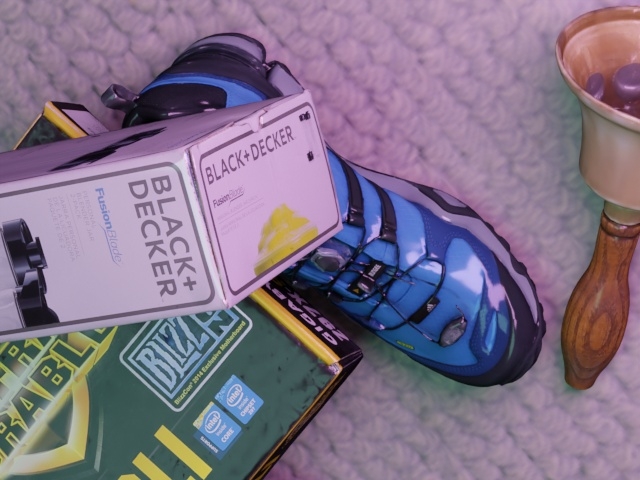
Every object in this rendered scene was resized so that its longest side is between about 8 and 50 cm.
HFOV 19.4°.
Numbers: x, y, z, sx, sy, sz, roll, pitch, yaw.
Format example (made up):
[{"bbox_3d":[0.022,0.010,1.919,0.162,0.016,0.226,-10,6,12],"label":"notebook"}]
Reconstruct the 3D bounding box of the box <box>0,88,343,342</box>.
[{"bbox_3d":[-0.153,-0.005,1.060,0.290,0.169,0.087,-10,101,24],"label":"box"}]

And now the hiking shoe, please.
[{"bbox_3d":[0.000,0.000,1.169,0.304,0.132,0.113,38,121,7],"label":"hiking shoe"}]

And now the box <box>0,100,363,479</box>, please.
[{"bbox_3d":[-0.169,0.113,1.225,0.257,0.079,0.322,41,102,7],"label":"box"}]

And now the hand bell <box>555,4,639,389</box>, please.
[{"bbox_3d":[0.180,-0.006,1.121,0.126,0.126,0.242,21,131,16],"label":"hand bell"}]
